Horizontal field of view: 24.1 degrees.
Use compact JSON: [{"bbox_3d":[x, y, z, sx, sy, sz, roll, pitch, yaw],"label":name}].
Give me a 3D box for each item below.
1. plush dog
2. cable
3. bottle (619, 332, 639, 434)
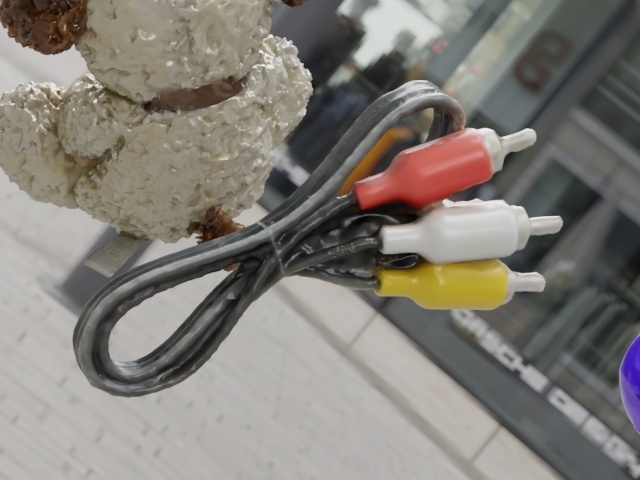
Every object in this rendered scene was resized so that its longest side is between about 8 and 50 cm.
[{"bbox_3d":[-0.110,-0.118,1.101,0.210,0.263,0.225,-124,-156,-50],"label":"plush dog"},{"bbox_3d":[0.000,0.000,0.837,0.072,0.287,0.139,30,-48,59],"label":"cable"},{"bbox_3d":[0.270,0.136,0.844,0.283,0.118,0.092,51,0,-37],"label":"bottle"}]
